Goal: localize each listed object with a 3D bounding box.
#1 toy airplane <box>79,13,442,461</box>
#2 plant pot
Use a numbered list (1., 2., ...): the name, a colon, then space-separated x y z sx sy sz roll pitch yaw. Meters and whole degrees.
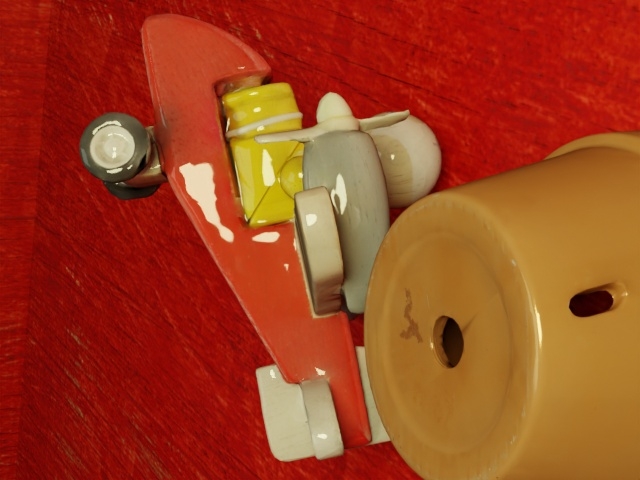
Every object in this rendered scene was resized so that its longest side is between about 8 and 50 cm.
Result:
1. toy airplane: 0.000 0.000 1.126 0.386 0.272 0.384 52 173 49
2. plant pot: 0.166 0.067 0.899 0.291 0.203 0.291 6 97 59
